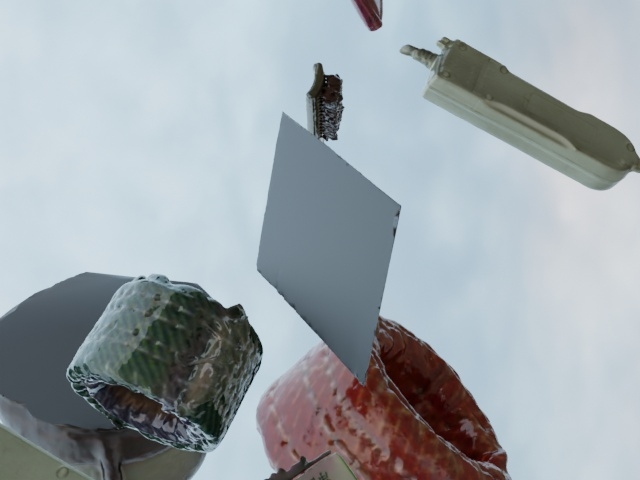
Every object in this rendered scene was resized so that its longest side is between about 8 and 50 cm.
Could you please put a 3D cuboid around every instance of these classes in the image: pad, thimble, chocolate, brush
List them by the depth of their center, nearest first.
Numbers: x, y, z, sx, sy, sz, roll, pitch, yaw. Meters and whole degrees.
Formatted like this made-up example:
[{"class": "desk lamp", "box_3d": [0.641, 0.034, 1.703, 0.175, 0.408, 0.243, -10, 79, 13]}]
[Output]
[{"class": "thimble", "box_3d": [-0.107, 0.086, 0.816, 0.135, 0.119, 0.090, 107, -173, -67]}, {"class": "pad", "box_3d": [0.000, 0.000, 1.024, 0.004, 0.243, 0.163, 0, -67, -27]}, {"class": "brush", "box_3d": [0.003, -0.110, 1.226, 0.248, 0.036, 0.043, 93, -167, -70]}, {"class": "chocolate", "box_3d": [-0.239, 0.187, 1.338, 0.283, 0.284, 0.186, -51, -29, -46]}, {"class": "thimble", "box_3d": [0.091, 0.284, 1.680, 0.350, 0.230, 0.350, 42, -161, -18]}]

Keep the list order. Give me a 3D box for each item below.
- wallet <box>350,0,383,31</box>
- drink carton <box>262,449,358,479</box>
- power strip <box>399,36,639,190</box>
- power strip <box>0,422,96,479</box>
[{"class": "wallet", "box_3d": [0.005, -0.317, 1.104, 0.232, 0.025, 0.119, 58, -161, -32]}, {"class": "drink carton", "box_3d": [0.015, 0.294, 0.792, 0.161, 0.108, 0.271, -29, -106, -23]}, {"class": "power strip", "box_3d": [0.140, -0.090, 0.825, 0.191, 0.030, 0.047, 28, -131, -2]}, {"class": "power strip", "box_3d": [-0.270, 0.186, 0.892, 0.106, 0.367, 0.043, -52, -13, -44]}]
